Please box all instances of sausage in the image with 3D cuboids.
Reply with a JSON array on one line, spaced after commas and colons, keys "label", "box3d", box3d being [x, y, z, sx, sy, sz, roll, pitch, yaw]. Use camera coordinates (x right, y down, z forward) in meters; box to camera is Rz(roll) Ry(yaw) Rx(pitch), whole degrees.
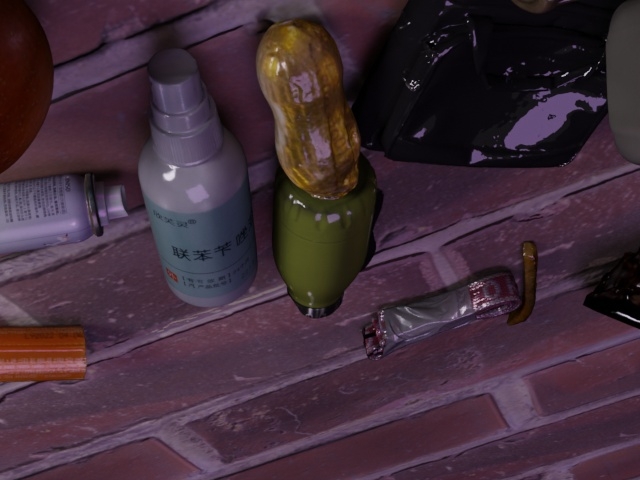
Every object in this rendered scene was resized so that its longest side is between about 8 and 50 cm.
[{"label": "sausage", "box3d": [-0.411, 0.142, 1.407, 0.234, 0.071, 0.071, 1, 145, -21]}]

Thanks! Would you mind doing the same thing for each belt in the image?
[{"label": "belt", "box3d": [0.163, 0.102, 1.575, 0.232, 0.053, 0.071, -22, 155, 13]}]

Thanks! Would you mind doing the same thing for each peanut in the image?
[{"label": "peanut", "box3d": [-0.010, -0.124, 1.105, 0.087, 0.087, 0.206, -14, 133, 2]}]

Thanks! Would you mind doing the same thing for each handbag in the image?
[{"label": "handbag", "box3d": [0.187, -0.168, 1.141, 0.275, 0.088, 0.244, 4, 140, -24]}]

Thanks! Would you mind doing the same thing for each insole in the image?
[{"label": "insole", "box3d": [0.043, -0.007, 1.405, 0.064, 0.004, 0.188, -6, 147, -13]}]

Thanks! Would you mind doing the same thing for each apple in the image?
[{"label": "apple", "box3d": [-0.339, -0.121, 0.930, 0.235, 0.173, 0.210, -31, 144, 27]}]

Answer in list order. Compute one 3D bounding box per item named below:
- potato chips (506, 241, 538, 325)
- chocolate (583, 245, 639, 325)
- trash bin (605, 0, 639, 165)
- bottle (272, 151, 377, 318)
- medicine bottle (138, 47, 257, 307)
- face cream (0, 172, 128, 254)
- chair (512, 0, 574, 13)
[{"label": "potato chips", "box3d": [0.287, 0.063, 1.586, 0.037, 0.026, 0.204, 0, 149, 3]}, {"label": "chocolate", "box3d": [0.494, 0.050, 1.572, 0.224, 0.206, 0.177, 24, 89, -57]}, {"label": "trash bin", "box3d": [0.396, -0.147, 0.997, 0.219, 0.219, 0.250, -6, -174, -26]}, {"label": "bottle", "box3d": [0.000, 0.000, 1.299, 0.112, 0.112, 0.260, -8, 148, -9]}, {"label": "medicine bottle", "box3d": [-0.128, -0.061, 1.159, 0.110, 0.110, 0.352, -10, 148, -5]}, {"label": "face cream", "box3d": [-0.316, -0.024, 1.180, 0.229, 0.075, 0.075, -9, 148, -6]}, {"label": "chair", "box3d": [0.248, -0.303, 0.861, 0.272, 0.188, 0.166, -22, 146, 7]}]
